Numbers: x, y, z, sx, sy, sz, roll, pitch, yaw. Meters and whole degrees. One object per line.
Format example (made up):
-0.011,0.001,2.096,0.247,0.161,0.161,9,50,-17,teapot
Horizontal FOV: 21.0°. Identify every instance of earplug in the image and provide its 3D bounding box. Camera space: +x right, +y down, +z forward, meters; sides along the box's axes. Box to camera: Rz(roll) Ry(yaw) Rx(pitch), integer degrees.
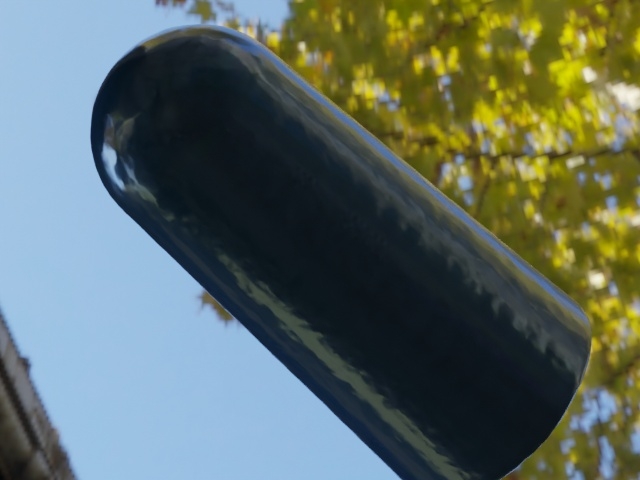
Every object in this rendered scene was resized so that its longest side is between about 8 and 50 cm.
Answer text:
0.000,0.000,0.864,0.132,0.132,0.273,-39,-65,20,earplug
